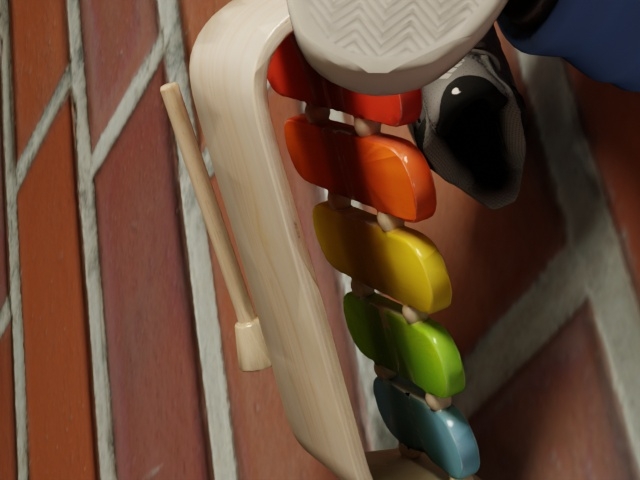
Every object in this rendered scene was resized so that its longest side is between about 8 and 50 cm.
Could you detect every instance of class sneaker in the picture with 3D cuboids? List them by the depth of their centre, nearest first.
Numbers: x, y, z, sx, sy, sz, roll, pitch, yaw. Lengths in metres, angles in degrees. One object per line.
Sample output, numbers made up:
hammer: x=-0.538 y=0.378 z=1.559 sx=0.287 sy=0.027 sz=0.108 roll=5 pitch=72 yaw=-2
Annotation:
sneaker: x=0.045 y=-0.161 z=0.731 sx=0.169 sy=0.108 sz=0.292 roll=100 pitch=-177 yaw=-64
sneaker: x=0.060 y=-0.117 z=0.851 sx=0.086 sy=0.228 sz=0.132 roll=-25 pitch=22 yaw=6

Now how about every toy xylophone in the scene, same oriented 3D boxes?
toy xylophone: x=0.000 y=0.000 z=0.893 sx=0.236 sy=0.081 sz=0.322 roll=-142 pitch=36 yaw=-62

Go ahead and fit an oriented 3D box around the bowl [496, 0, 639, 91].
bowl: x=0.139 y=-0.261 z=0.722 sx=0.391 sy=0.077 sz=0.391 roll=-175 pitch=90 yaw=-85
